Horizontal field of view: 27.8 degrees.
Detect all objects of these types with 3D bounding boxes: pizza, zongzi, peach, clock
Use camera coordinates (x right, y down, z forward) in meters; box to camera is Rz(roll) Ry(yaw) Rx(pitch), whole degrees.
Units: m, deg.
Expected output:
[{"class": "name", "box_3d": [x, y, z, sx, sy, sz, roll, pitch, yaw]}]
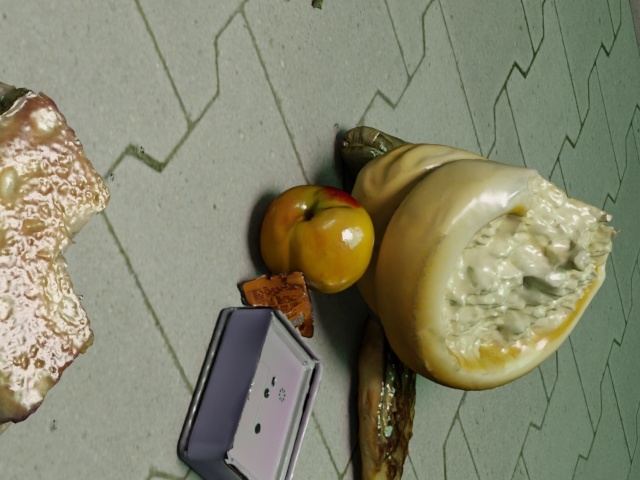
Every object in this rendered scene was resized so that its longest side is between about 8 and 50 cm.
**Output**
[{"class": "pizza", "box_3d": [-0.266, 0.018, 1.087, 0.161, 0.086, 0.305, 9, 78, -40]}, {"class": "zongzi", "box_3d": [0.075, -0.061, 1.767, 0.160, 0.079, 0.176, 15, 84, -55]}, {"class": "peach", "box_3d": [0.000, 0.000, 1.543, 0.138, 0.138, 0.138, 3, 87, -63]}, {"class": "clock", "box_3d": [-0.074, 0.187, 1.465, 0.144, 0.073, 0.193, 55, 43, -48]}]

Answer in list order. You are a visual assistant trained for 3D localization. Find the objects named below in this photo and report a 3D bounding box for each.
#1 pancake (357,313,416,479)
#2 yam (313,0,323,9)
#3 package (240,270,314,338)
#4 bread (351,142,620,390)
[{"class": "pancake", "box_3d": [0.087, 0.220, 1.798, 0.257, 0.056, 0.212, -73, 156, -44]}, {"class": "yam", "box_3d": [0.006, -0.347, 1.697, 0.014, 0.014, 0.107, 49, 47, -51]}, {"class": "package", "box_3d": [-0.047, 0.081, 1.527, 0.110, 0.077, 0.033, 75, 27, -46]}, {"class": "bread", "box_3d": [0.211, 0.015, 1.705, 0.424, 0.329, 0.245, 35, 21, -53]}]
